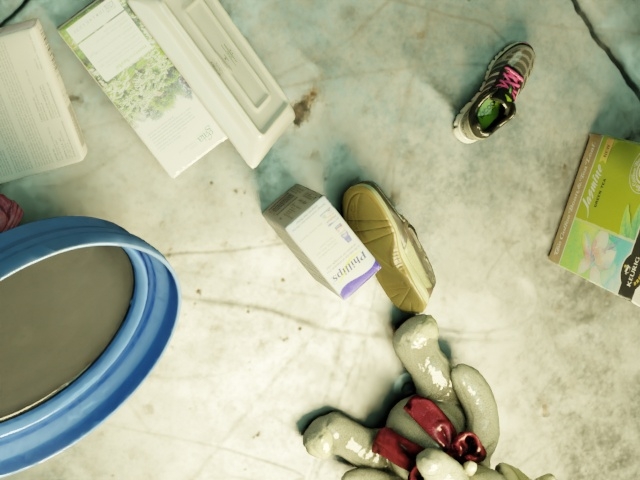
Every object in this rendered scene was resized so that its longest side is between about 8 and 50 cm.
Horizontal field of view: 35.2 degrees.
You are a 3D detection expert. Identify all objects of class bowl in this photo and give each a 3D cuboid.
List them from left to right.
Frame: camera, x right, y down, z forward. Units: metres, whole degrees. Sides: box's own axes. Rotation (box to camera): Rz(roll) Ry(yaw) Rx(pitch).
[{"bbox_3d":[-0.354,0.133,1.234,0.391,0.077,0.391,-33,149,-23],"label":"bowl"}]

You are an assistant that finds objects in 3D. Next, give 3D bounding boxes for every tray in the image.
[{"bbox_3d":[-0.128,-0.238,1.314,0.270,0.030,0.145,53,41,-19],"label":"tray"}]

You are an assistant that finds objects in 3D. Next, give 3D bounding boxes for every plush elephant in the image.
[{"bbox_3d":[0.174,0.327,1.441,0.272,0.255,0.330,-41,111,0],"label":"plush elephant"}]

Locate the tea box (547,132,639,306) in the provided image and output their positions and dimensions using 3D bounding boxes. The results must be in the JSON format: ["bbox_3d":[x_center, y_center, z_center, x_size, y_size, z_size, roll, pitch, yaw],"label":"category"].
[{"bbox_3d":[0.569,0.004,1.459,0.329,0.323,0.220,14,98,-19],"label":"tea box"}]

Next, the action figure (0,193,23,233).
[{"bbox_3d":[-0.481,-0.055,1.212,0.370,0.248,0.276,31,68,-27],"label":"action figure"}]

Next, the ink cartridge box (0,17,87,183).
[{"bbox_3d":[-0.430,-0.159,1.264,0.224,0.056,0.181,-15,113,2],"label":"ink cartridge box"}]

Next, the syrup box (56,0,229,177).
[{"bbox_3d":[-0.229,-0.203,1.304,0.093,0.096,0.237,-38,109,-4],"label":"syrup box"}]

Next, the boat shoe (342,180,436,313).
[{"bbox_3d":[0.103,0.002,1.457,0.073,0.080,0.223,-51,122,-42],"label":"boat shoe"}]

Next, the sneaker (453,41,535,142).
[{"bbox_3d":[0.262,-0.211,1.457,0.063,0.075,0.170,37,89,-20],"label":"sneaker"}]

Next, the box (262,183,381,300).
[{"bbox_3d":[0.000,0.000,1.397,0.072,0.126,0.137,-41,110,-7],"label":"box"}]
